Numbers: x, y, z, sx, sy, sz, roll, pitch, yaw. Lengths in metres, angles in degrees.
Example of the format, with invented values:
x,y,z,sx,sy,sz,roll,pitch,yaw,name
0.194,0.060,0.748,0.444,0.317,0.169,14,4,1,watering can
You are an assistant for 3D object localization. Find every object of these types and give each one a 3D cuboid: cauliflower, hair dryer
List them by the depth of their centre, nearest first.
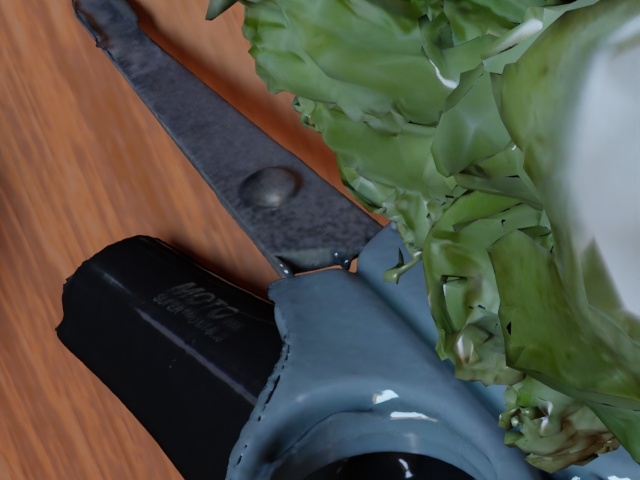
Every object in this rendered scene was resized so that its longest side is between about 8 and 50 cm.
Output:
x,y,z,sx,sy,sz,roll,pitch,yaw,name
0.087,-0.058,0.409,0.272,0.250,0.275,-12,122,26,cauliflower
-0.081,0.144,0.626,0.304,0.359,0.120,32,150,40,hair dryer

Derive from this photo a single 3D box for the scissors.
x,y,z,sx,sy,sz,roll,pitch,yaw,name
0.000,-0.001,0.636,0.360,0.191,0.029,47,155,41,scissors
